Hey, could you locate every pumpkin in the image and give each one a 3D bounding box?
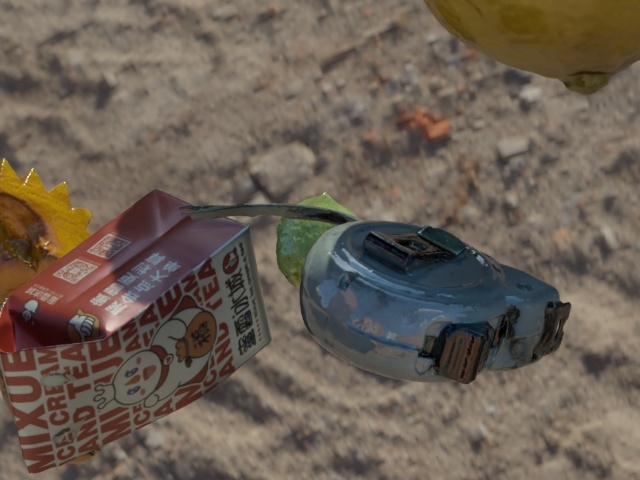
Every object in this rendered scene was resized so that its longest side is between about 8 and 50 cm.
[{"bbox_3d":[-0.398,-0.007,2.015,0.149,0.254,0.130,-40,42,29],"label":"pumpkin"}]

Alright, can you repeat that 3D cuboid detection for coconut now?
[{"bbox_3d":[0.000,0.000,1.527,0.087,0.088,0.096,3,71,22],"label":"coconut"}]

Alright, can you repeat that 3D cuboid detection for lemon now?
[{"bbox_3d":[0.165,-0.259,1.118,0.245,0.320,0.245,-8,7,1],"label":"lemon"}]

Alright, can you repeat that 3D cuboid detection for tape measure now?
[{"bbox_3d":[0.002,0.005,1.153,0.330,0.164,0.084,26,110,32],"label":"tape measure"}]

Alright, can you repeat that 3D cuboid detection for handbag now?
[{"bbox_3d":[-0.196,0.100,1.647,0.151,0.171,0.298,20,46,34],"label":"handbag"}]

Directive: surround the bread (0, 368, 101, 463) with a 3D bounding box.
[{"bbox_3d":[-0.349,0.205,2.067,0.189,0.077,0.114,47,120,28],"label":"bread"}]
